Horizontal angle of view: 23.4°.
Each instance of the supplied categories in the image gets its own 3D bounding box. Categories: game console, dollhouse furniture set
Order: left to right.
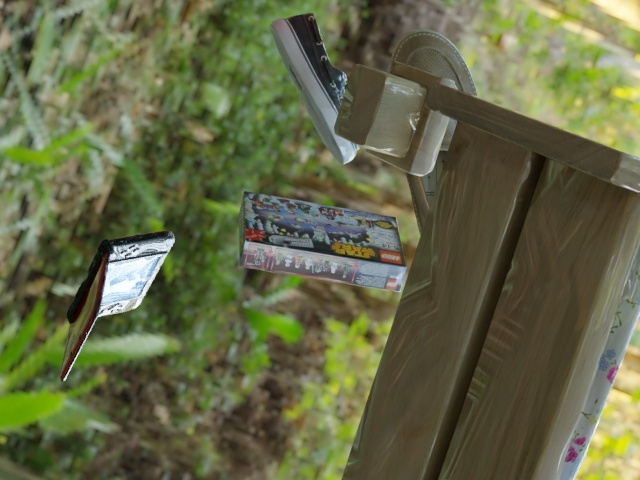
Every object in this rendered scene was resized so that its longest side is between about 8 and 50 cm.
[{"bbox_3d":[-0.211,0.068,1.600,0.085,0.124,0.144,63,-37,24],"label":"game console"},{"bbox_3d":[0.114,0.119,0.615,0.355,0.174,0.303,36,-70,60],"label":"dollhouse furniture set"}]

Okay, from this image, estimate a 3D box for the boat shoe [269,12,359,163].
[{"bbox_3d":[0.003,-0.132,1.295,0.040,0.142,0.049,-23,163,-9],"label":"boat shoe"}]

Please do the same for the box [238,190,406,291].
[{"bbox_3d":[0.000,0.000,1.295,0.094,0.137,0.027,-97,-162,-61],"label":"box"}]

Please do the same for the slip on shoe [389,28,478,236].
[{"bbox_3d":[0.068,-0.056,0.885,0.041,0.051,0.135,-9,94,-87],"label":"slip on shoe"}]
